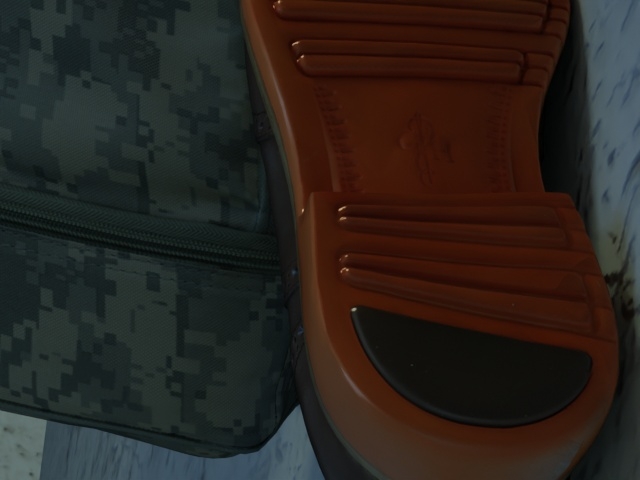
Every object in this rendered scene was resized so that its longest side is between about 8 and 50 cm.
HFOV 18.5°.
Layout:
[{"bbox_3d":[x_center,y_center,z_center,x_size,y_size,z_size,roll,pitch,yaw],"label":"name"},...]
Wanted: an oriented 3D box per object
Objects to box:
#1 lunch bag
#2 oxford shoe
[{"bbox_3d":[-0.078,-0.063,0.949,0.305,0.213,0.256,-38,-39,-78],"label":"lunch bag"},{"bbox_3d":[0.026,-0.022,0.758,0.363,0.130,0.132,-90,7,-46],"label":"oxford shoe"}]
